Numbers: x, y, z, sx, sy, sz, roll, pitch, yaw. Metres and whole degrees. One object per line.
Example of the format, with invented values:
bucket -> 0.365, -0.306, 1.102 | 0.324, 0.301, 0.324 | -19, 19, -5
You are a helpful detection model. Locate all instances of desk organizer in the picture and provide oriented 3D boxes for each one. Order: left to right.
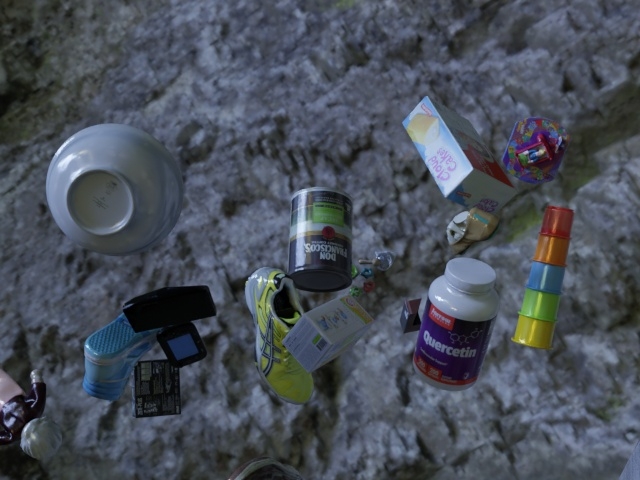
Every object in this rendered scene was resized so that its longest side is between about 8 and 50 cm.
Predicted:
desk organizer -> 0.262, 0.216, 2.197 | 0.130, 0.050, 0.047 | 93, 165, -58

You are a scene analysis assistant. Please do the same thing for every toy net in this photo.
toy net -> 0.168, 0.093, 2.534 | 0.122, 0.232, 0.045 | 47, 152, 31

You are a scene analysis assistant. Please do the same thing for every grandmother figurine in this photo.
grandmother figurine -> -0.724, 0.402, 1.829 | 0.342, 0.208, 0.104 | 28, 174, 37

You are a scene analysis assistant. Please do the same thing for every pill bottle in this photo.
pill bottle -> 0.349, 0.212, 1.964 | 0.181, 0.181, 0.323 | -106, 21, -59

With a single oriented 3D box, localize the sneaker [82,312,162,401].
sneaker -> -0.530, 0.316, 2.089 | 0.127, 0.208, 0.319 | 27, -155, 20

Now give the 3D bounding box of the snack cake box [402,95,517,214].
snack cake box -> 0.301, -0.185, 1.686 | 0.152, 0.089, 0.264 | 21, -147, -37

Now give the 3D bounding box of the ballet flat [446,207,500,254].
ballet flat -> 0.303, -0.026, 1.598 | 0.073, 0.080, 0.232 | 32, 165, -1

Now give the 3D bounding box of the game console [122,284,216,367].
game console -> -0.364, 0.230, 2.005 | 0.361, 0.213, 0.044 | 81, 176, -54

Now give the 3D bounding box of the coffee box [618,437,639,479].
coffee box -> 0.749, 0.523, 1.642 | 0.297, 0.168, 0.119 | 77, -159, -54

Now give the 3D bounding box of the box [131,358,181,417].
box -> -0.529, 0.473, 2.472 | 0.077, 0.147, 0.180 | 159, 109, -68

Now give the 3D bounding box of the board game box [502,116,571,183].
board game box -> 0.508, -0.208, 1.827 | 0.133, 0.169, 0.033 | 21, -147, 11

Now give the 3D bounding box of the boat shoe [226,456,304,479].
boat shoe -> -0.074, 0.427, 1.296 | 0.095, 0.095, 0.257 | 40, -176, 26

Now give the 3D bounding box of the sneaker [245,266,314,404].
sneaker -> -0.099, 0.261, 2.045 | 0.147, 0.145, 0.385 | -4, 105, 61

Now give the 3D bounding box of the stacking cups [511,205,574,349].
stacking cups -> 0.503, 0.080, 1.727 | 0.096, 0.096, 0.316 | 7, -87, -78

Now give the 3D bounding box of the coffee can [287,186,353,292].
coffee can -> 0.000, 0.000, 2.390 | 0.201, 0.201, 0.275 | 44, -137, -57

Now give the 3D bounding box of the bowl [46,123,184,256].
bowl -> -0.445, -0.092, 1.616 | 0.298, 0.298, 0.134 | 56, -173, -13

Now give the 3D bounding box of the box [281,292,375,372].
box -> 0.022, 0.221, 1.869 | 0.103, 0.114, 0.203 | 47, -147, 16
